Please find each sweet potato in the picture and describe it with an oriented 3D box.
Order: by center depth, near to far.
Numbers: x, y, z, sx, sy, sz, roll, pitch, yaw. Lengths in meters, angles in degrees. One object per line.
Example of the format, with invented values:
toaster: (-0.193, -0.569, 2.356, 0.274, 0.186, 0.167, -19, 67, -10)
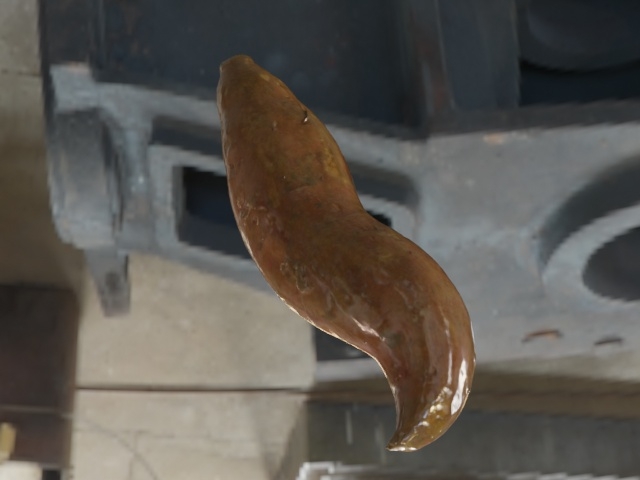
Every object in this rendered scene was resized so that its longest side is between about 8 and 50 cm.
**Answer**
sweet potato: (0.002, -0.001, 0.583, 0.055, 0.202, 0.058, -23, 144, -17)
